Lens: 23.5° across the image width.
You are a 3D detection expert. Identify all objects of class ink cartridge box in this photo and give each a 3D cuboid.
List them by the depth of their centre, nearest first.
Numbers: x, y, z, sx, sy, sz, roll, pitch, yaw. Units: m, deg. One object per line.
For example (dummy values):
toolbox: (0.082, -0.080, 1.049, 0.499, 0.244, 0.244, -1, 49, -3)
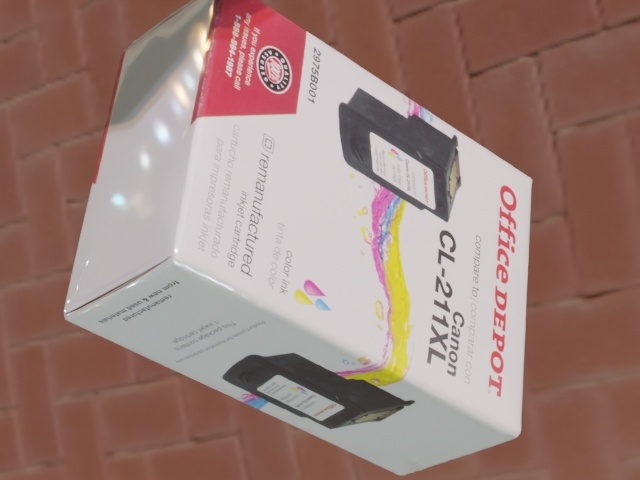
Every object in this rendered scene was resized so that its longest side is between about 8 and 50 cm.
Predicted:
ink cartridge box: (0.000, 0.000, 0.609, 0.072, 0.175, 0.127, -27, 46, 43)
